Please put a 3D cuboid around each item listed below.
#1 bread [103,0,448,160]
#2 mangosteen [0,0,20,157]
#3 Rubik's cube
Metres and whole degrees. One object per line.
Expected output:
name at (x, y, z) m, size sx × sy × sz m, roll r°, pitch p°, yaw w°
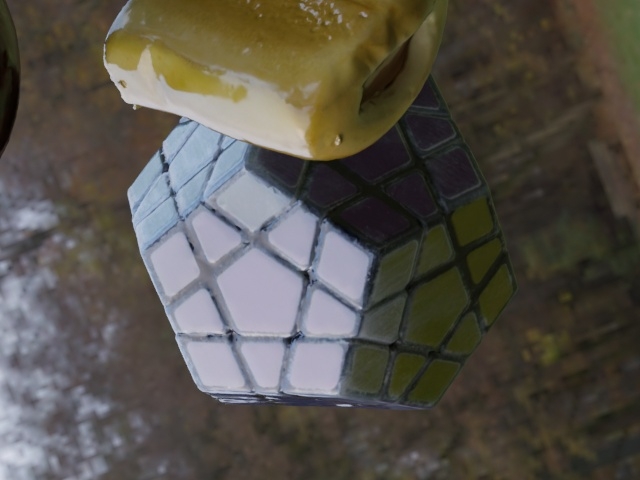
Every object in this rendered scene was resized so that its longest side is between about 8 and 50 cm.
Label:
bread at (-0.019, -0.108, 0.915) m, size 0.173 × 0.134 × 0.085 m, roll 23°, pitch 161°, yaw 34°
mangosteen at (-0.267, -0.114, 0.890) m, size 0.215 × 0.215 × 0.257 m, roll -98°, pitch 1°, yaw -56°
Rubik's cube at (0.000, 0.000, 1.394) m, size 0.319 × 0.319 × 0.264 m, roll 37°, pitch -125°, yaw -74°
